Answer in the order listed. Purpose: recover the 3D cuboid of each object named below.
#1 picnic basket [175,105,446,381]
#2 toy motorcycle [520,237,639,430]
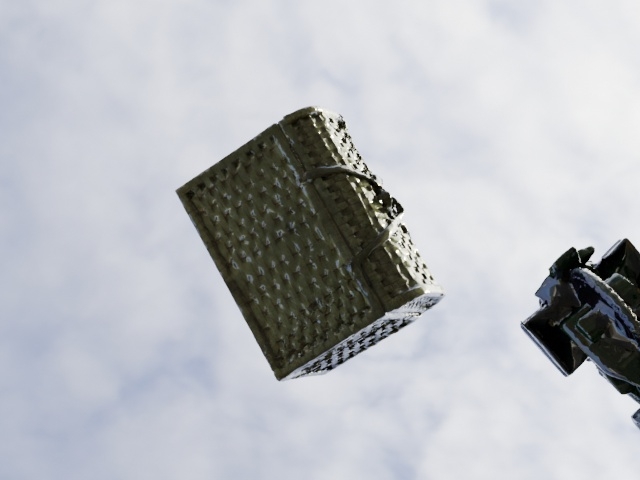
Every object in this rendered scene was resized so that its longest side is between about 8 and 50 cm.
[{"bbox_3d":[0.000,0.000,1.045,0.154,0.134,0.196,-32,-104,14],"label":"picnic basket"},{"bbox_3d":[0.261,0.119,0.875,0.125,0.187,0.274,-39,-97,-3],"label":"toy motorcycle"}]
